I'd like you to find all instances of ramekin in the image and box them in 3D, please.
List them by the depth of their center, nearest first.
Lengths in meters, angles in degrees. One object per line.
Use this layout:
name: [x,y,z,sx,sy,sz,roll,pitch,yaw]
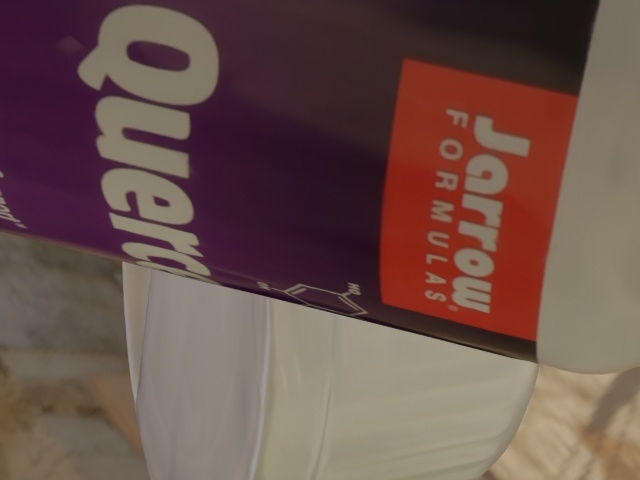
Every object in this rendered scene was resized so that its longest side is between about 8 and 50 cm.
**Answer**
ramekin: [0.000,0.000,0.778,0.127,0.273,0.273,-1,-47,-18]

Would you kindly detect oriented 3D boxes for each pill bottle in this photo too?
pill bottle: [0.009,-0.071,0.477,0.181,0.323,0.181,13,-90,-77]
